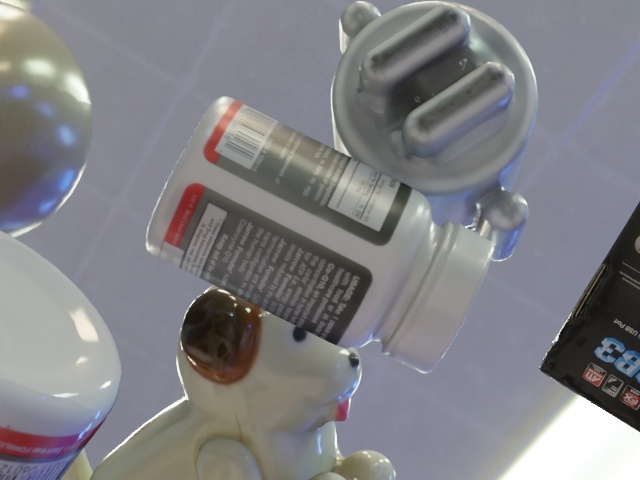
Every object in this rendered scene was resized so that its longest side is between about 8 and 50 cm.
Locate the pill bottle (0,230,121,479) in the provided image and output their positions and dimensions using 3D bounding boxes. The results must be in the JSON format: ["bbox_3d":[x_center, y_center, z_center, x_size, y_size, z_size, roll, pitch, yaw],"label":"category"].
[{"bbox_3d":[-0.316,0.172,0.972,0.210,0.210,0.363,37,-72,-4],"label":"pill bottle"}]

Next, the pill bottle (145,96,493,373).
[{"bbox_3d":[0.000,0.000,1.275,0.283,0.161,0.161,27,-55,-1],"label":"pill bottle"}]

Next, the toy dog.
[{"bbox_3d":[-0.095,0.230,1.639,0.395,0.284,0.408,34,-70,30],"label":"toy dog"}]

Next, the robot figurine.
[{"bbox_3d":[0.112,-0.115,1.443,0.200,0.353,0.300,-30,-104,-5],"label":"robot figurine"}]

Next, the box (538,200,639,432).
[{"bbox_3d":[0.375,0.056,1.125,0.295,0.073,0.293,31,-76,13],"label":"box"}]

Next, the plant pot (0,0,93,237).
[{"bbox_3d":[-0.414,-0.135,1.532,0.284,0.191,0.284,0,-89,9],"label":"plant pot"}]
